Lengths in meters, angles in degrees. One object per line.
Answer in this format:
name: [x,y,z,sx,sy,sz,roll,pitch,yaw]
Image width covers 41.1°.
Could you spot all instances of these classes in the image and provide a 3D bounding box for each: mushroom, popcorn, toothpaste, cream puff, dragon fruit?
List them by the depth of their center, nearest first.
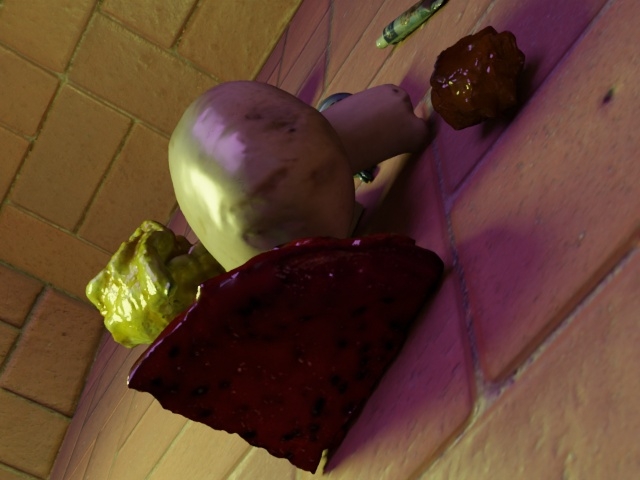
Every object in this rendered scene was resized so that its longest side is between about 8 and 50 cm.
dragon fruit: [0.007,0.111,0.967,0.330,0.240,0.302,-34,-5,17]
cream puff: [0.180,-0.179,0.976,0.122,0.094,0.116,-30,31,21]
mushroom: [-0.024,-0.096,1.162,0.336,0.314,0.314,-25,6,-16]
toothpaste: [0.162,-0.392,1.511,0.216,0.037,0.062,-25,38,59]
popcorn: [-0.315,0.088,1.746,0.325,0.290,0.321,10,-82,-81]

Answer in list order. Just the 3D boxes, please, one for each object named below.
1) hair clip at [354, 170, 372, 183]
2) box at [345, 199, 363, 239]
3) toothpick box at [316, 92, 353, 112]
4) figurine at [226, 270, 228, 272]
hair clip: [0.035,-0.106,1.418,0.070,0.039,0.229,-64,16,-12]
box: [0.000,0.000,1.317,0.129,0.051,0.130,-65,15,-14]
toothpick box: [0.049,-0.181,1.383,0.101,0.101,0.153,-59,17,10]
figurine: [-0.138,0.114,1.537,0.129,0.109,0.178,82,-151,-69]
